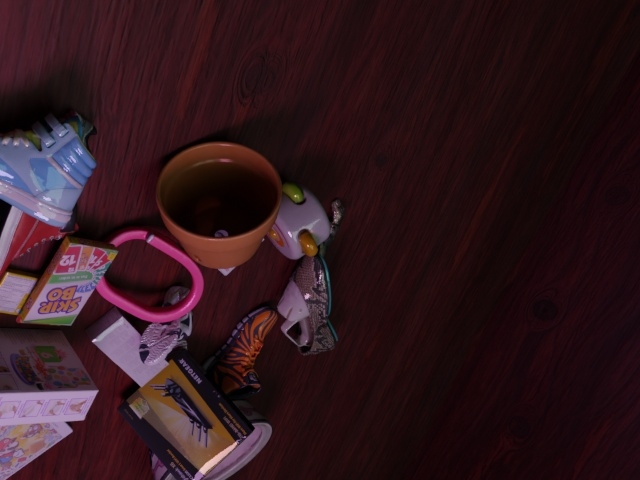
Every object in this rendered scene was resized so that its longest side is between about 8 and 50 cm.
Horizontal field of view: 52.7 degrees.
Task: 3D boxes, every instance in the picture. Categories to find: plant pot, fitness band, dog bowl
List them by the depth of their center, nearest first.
[{"bbox_3d":[-0.242,-0.067,1.569,0.290,0.291,0.203,-31,155,-24],"label":"plant pot"},{"bbox_3d":[-0.425,0.090,1.607,0.209,0.054,0.291,-49,124,3],"label":"fitness band"},{"bbox_3d":[-0.363,0.648,2.063,0.407,0.150,0.408,-28,150,-18],"label":"dog bowl"}]

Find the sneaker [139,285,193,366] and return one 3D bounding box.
[{"bbox_3d":[-0.405,0.256,1.748,0.153,0.094,0.235,87,11,-53],"label":"sneaker"}]

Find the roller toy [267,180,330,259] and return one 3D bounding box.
[{"bbox_3d":[-0.079,-0.049,1.787,0.146,0.191,0.209,-35,95,-18],"label":"roller toy"}]

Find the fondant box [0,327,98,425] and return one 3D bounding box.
[{"bbox_3d":[-0.694,0.294,1.418,0.330,0.238,0.096,11,112,-49],"label":"fondant box"}]

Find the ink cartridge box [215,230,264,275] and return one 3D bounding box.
[{"bbox_3d":[-0.245,0.007,1.775,0.150,0.063,0.109,-44,142,-8],"label":"ink cartridge box"}]

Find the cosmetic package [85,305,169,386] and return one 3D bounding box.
[{"bbox_3d":[-0.511,0.285,1.724,0.099,0.060,0.239,-38,134,-12],"label":"cosmetic package"}]

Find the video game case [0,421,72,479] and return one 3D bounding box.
[{"bbox_3d":[-0.790,0.514,1.679,0.227,0.026,0.206,-35,140,-19],"label":"video game case"}]

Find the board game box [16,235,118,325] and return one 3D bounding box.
[{"bbox_3d":[-0.581,0.105,1.480,0.124,0.039,0.259,15,120,-51],"label":"board game box"}]

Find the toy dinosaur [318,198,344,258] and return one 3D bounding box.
[{"bbox_3d":[0.000,0.000,2.022,0.118,0.064,0.268,-9,130,-49],"label":"toy dinosaur"}]

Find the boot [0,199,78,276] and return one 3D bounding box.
[{"bbox_3d":[-0.620,0.008,1.386,0.176,0.088,0.244,18,104,-52],"label":"boot"}]

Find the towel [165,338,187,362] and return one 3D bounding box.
[{"bbox_3d":[-0.453,0.386,1.908,0.144,0.029,0.197,-23,135,-30],"label":"towel"}]

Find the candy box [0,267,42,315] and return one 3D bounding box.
[{"bbox_3d":[-0.655,0.130,1.495,0.206,0.027,0.105,23,102,-52],"label":"candy box"}]

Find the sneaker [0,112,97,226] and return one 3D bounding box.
[{"bbox_3d":[-0.572,-0.186,1.213,0.319,0.127,0.208,34,91,-34],"label":"sneaker"}]

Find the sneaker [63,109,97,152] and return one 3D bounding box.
[{"bbox_3d":[-0.519,-0.181,1.344,0.074,0.063,0.170,20,101,-44],"label":"sneaker"}]

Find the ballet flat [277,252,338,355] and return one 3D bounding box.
[{"bbox_3d":[-0.048,0.237,2.090,0.182,0.164,0.483,-26,143,-15],"label":"ballet flat"}]

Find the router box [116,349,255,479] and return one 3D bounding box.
[{"bbox_3d":[-0.377,0.502,1.824,0.243,0.309,0.081,-43,174,-5],"label":"router box"}]

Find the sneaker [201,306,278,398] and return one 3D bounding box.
[{"bbox_3d":[-0.216,0.367,2.007,0.321,0.180,0.124,-49,143,-1],"label":"sneaker"}]
